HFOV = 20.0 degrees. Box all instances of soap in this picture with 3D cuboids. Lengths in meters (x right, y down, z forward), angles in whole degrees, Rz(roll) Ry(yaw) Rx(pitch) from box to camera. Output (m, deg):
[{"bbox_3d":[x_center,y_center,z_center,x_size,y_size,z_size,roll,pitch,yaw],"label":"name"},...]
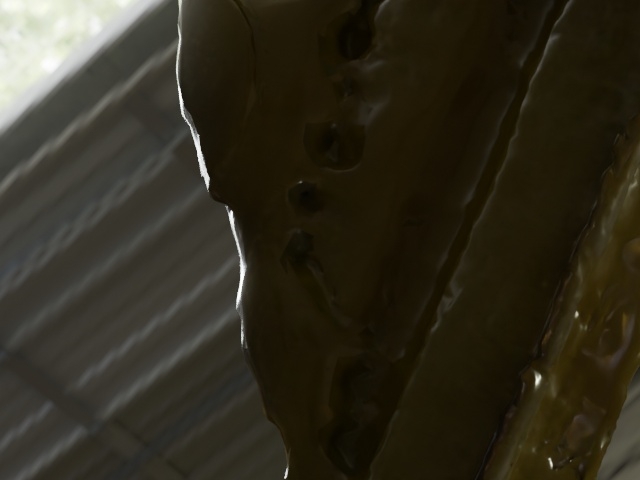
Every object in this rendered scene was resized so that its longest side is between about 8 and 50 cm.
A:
[{"bbox_3d":[0.000,0.000,0.849,0.304,0.169,0.339,22,-93,33],"label":"soap"}]
